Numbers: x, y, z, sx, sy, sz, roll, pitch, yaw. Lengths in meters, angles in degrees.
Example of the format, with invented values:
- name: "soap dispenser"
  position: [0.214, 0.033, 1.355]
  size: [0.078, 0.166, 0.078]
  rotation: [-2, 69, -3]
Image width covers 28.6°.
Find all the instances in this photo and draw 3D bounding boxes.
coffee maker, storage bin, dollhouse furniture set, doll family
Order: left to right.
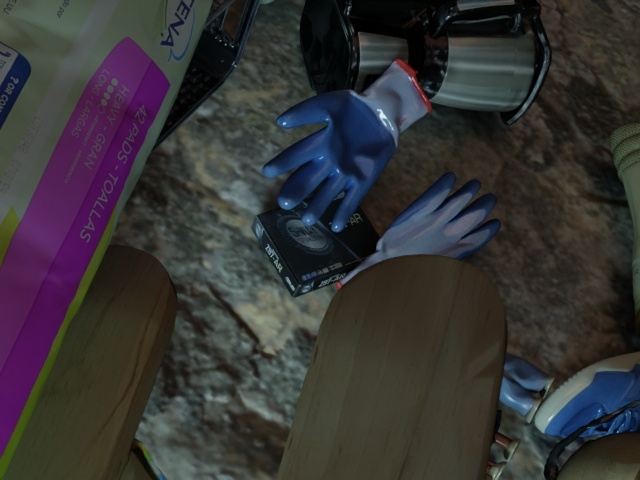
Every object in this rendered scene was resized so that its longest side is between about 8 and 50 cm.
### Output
- name: "storage bin"
  position: [-0.130, -0.139, 0.925]
  size: [0.084, 0.122, 0.180]
  rotation: [36, 53, 7]
- name: "dollhouse furniture set"
  position: [-0.066, 0.125, 0.635]
  size: [0.394, 0.362, 0.256]
  rotation: [2, 52, 19]
- name: "coffee maker"
  position: [0.076, -0.175, 1.042]
  size: [0.178, 0.120, 0.171]
  rotation: [1, 32, -20]
- name: "doll family"
  position: [0.077, 0.122, 0.851]
  size: [0.111, 0.076, 0.193]
  rotation: [29, 46, 15]

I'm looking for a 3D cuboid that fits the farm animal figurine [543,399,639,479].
- name: "farm animal figurine"
  position: [0.215, 0.243, 0.690]
  size: [0.172, 0.330, 0.326]
  rotation: [-22, 65, 4]

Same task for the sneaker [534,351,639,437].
- name: "sneaker"
  position: [0.232, 0.129, 0.906]
  size: [0.152, 0.058, 0.084]
  rotation: [-12, 53, -33]

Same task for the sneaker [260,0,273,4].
- name: "sneaker"
  position: [-0.071, -0.305, 1.080]
  size: [0.121, 0.099, 0.262]
  rotation: [-36, 51, 2]

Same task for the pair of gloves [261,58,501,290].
- name: "pair of gloves"
  position: [0.053, -0.031, 0.930]
  size: [0.159, 0.023, 0.198]
  rotation: [-39, 101, -26]

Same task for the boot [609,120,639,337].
- name: "boot"
  position: [0.367, -0.001, 1.024]
  size: [0.262, 0.095, 0.203]
  rotation: [6, 54, -10]

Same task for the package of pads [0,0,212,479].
- name: "package of pads"
  position: [-0.192, 0.013, 0.493]
  size: [0.101, 0.296, 0.229]
  rotation: [39, 54, -29]

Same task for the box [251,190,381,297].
- name: "box"
  position: [0.000, 0.000, 0.940]
  size: [0.083, 0.018, 0.067]
  rotation: [-19, 65, -28]
